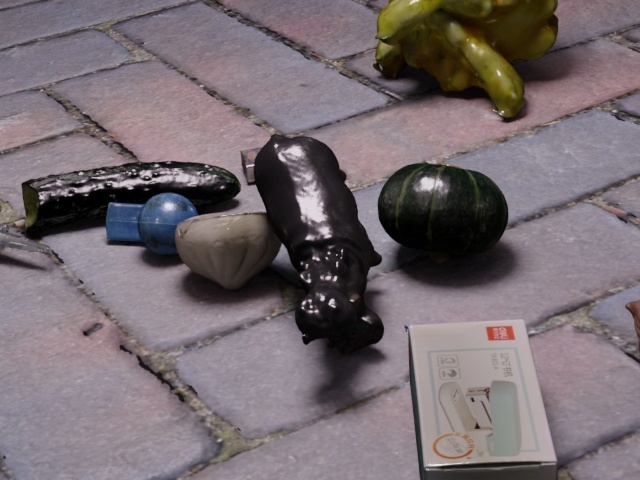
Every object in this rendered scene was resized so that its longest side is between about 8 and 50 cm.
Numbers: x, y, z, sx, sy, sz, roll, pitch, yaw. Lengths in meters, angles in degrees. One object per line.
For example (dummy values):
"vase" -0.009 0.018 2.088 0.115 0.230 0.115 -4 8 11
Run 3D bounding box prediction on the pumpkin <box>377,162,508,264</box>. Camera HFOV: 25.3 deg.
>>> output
"pumpkin" 0.155 -0.037 1.814 0.167 0.167 0.125 10 75 23

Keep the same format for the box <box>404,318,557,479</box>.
"box" 0.160 0.181 1.468 0.135 0.079 0.269 -2 29 2

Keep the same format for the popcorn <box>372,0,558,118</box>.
"popcorn" 0.226 -0.371 2.274 0.325 0.290 0.321 0 20 -35

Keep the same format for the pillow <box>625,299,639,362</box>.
"pillow" 0.451 0.123 1.534 0.236 0.084 0.223 5 29 8

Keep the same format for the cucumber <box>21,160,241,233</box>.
"cucumber" -0.263 -0.069 1.985 0.303 0.072 0.081 -9 72 -10

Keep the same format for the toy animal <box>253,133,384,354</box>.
"toy animal" 0.009 0.013 1.702 0.106 0.168 0.343 -29 45 13

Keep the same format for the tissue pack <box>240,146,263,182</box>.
"tissue pack" -0.072 -0.113 2.085 0.083 0.035 0.063 -9 29 -6

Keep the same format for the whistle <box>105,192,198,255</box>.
"whistle" -0.218 -0.022 1.884 0.158 0.090 0.090 3 29 12

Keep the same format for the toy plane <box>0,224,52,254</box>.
"toy plane" -0.463 0.004 1.893 0.226 0.058 0.226 -5 25 1

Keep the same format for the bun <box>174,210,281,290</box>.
"bun" -0.113 0.016 1.801 0.138 0.094 0.138 -7 -6 -1
